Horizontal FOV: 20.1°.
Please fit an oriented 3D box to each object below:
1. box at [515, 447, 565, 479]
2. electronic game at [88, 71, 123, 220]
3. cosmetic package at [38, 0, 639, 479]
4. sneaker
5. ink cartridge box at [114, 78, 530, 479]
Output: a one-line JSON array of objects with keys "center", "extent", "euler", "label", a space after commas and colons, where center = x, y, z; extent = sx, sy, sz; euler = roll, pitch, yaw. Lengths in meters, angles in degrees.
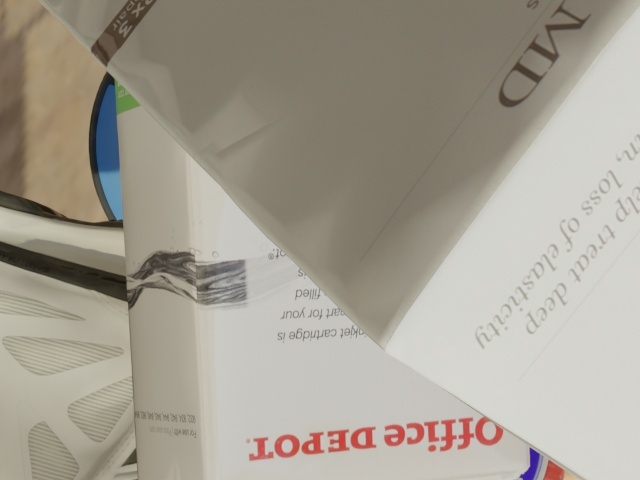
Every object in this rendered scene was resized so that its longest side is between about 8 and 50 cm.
[{"center": [0.085, 0.139, 1.171], "extent": [0.154, 0.142, 0.300], "euler": [81, 23, -74], "label": "box"}, {"center": [-0.069, -0.070, 1.380], "extent": [0.229, 0.229, 0.048], "euler": [-67, 170, 12], "label": "electronic game"}, {"center": [0.052, -0.089, 0.675], "extent": [0.217, 0.156, 0.385], "euler": [-54, -148, 3], "label": "cosmetic package"}, {"center": [-0.222, 0.109, 1.119], "extent": [0.169, 0.448, 0.257], "euler": [71, 31, -53], "label": "sneaker"}, {"center": [0.000, 0.000, 0.992], "extent": [0.115, 0.198, 0.272], "euler": [-6, -93, 63], "label": "ink cartridge box"}]
